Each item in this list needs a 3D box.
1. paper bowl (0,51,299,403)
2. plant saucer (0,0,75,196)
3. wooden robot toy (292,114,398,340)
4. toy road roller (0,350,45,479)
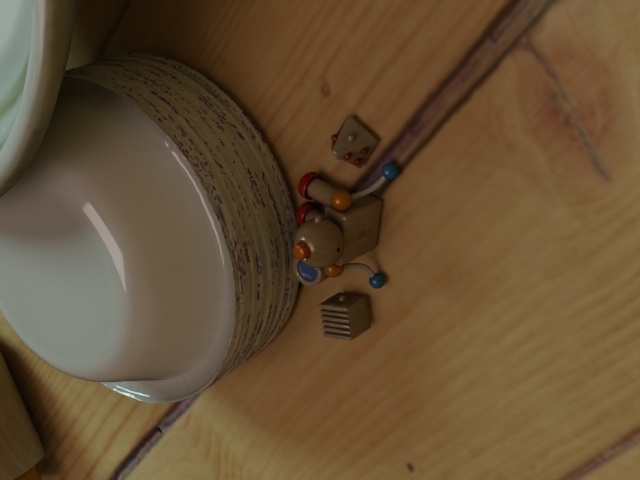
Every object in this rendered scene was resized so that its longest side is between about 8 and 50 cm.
[{"bbox_3d":[-0.167,0.000,0.867,0.284,0.148,0.284,17,120,32],"label":"paper bowl"},{"bbox_3d":[-0.289,-0.219,0.784,0.401,0.101,0.400,14,114,36],"label":"plant saucer"},{"bbox_3d":[0.000,0.000,0.774,0.076,0.079,0.173,23,124,29],"label":"wooden robot toy"},{"bbox_3d":[-0.491,0.239,1.185,0.330,0.241,0.202,-13,103,42],"label":"toy road roller"}]
